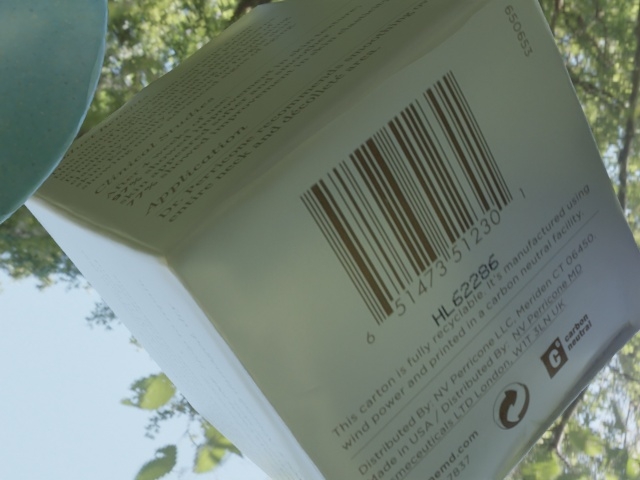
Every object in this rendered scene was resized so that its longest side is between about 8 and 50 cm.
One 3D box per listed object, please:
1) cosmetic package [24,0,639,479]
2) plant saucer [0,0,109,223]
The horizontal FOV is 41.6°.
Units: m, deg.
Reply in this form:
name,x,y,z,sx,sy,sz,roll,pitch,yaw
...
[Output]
name,x,y,z,sx,sy,sz,roll,pitch,yaw
cosmetic package,0.000,0.000,0.741,0.329,0.327,0.394,-42,-152,-18
plant saucer,-0.166,-0.066,0.287,0.195,0.195,0.037,-44,-120,-12
